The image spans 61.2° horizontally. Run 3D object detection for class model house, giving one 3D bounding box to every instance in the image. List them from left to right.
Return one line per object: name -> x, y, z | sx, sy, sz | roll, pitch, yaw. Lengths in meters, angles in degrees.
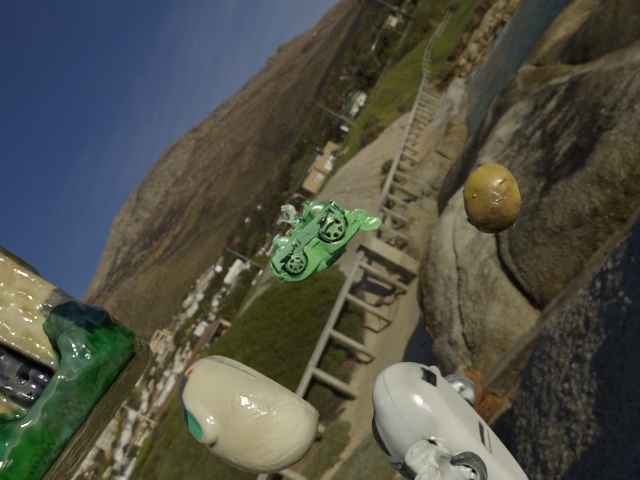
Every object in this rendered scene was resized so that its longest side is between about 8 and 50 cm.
model house -> -0.442, 0.188, 0.618 | 0.382, 0.342, 0.334 | -58, 2, -21

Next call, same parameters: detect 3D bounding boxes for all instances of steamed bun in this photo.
steamed bun -> -0.120, 0.276, 0.836 | 0.131, 0.228, 0.177 | -61, -5, -26

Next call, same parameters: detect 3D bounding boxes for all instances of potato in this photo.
potato -> 0.423, -0.099, 1.339 | 0.137, 0.176, 0.137 | -18, 17, 6

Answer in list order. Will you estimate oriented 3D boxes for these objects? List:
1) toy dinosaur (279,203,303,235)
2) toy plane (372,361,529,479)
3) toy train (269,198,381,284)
toy dinosaur -> -0.029, -0.023, 1.321 | 0.106, 0.187, 0.044 | -64, -28, -18
toy plane -> 0.099, 0.167, 0.410 | 0.080, 0.174, 0.174 | -37, 7, 19
toy train -> 0.000, 0.000, 0.740 | 0.149, 0.081, 0.099 | -49, 24, 0
